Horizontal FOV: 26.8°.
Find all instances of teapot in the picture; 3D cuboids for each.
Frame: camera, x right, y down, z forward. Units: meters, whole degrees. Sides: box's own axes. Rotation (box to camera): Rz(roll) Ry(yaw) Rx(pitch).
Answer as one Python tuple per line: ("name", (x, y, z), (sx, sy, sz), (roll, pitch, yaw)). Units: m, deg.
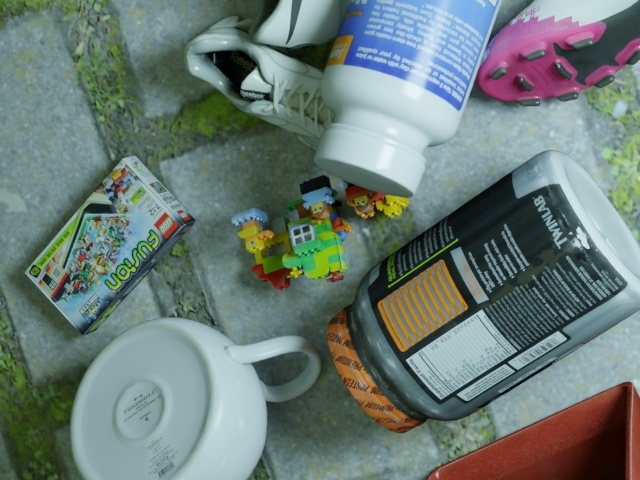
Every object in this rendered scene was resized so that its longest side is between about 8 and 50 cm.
("teapot", (-0.152, 0.217, 1.578), (0.256, 0.187, 0.252), (5, 74, 35))

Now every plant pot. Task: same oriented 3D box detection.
("plant pot", (0.268, 0.350, 1.420), (0.267, 0.267, 0.236), (-30, 101, 22))

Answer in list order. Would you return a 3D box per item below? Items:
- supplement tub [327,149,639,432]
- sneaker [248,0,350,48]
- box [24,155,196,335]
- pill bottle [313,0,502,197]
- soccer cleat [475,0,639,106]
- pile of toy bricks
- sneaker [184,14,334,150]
("supplement tub", (0.173, 0.063, 1.425), (0.316, 0.193, 0.193), (-35, 87, 22))
("sneaker", (-0.048, -0.369, 1.440), (0.146, 0.122, 0.330), (-12, 94, -23))
("box", (-0.260, 0.007, 1.652), (0.114, 0.036, 0.207), (46, 110, 7))
("pill bottle", (0.089, -0.190, 1.390), (0.152, 0.152, 0.272), (18, 83, 16))
("soccer cleat", (0.301, -0.256, 1.384), (0.331, 0.116, 0.143), (-26, 52, 33))
("pile of toy bricks", (0.000, 0.000, 1.508), (0.212, 0.118, 0.105), (-19, 73, 22))
("sneaker", (-0.023, -0.157, 1.499), (0.292, 0.118, 0.110), (25, 105, 12))
